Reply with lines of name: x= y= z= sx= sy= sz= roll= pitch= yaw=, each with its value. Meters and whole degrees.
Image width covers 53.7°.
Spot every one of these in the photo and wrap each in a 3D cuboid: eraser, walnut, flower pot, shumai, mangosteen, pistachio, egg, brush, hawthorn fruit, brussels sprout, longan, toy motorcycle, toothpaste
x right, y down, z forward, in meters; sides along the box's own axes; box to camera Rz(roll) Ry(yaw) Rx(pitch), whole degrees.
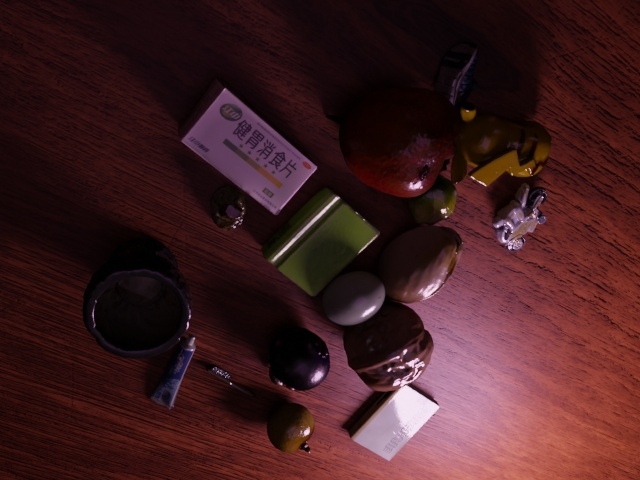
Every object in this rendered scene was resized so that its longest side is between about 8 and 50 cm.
eraser: x=0.000 y=0.000 z=1.795 sx=0.210 sy=0.092 sz=0.274 roll=40 pitch=102 yaw=-24
walnut: x=0.200 y=0.320 z=1.902 sx=0.273 sy=0.227 sz=0.273 roll=-4 pitch=118 yaw=-7
flower pot: x=-0.471 y=0.130 z=1.649 sx=0.266 sy=0.267 sz=0.267 roll=-5 pitch=113 yaw=-12
shumai: x=-0.244 y=-0.076 z=1.708 sx=0.098 sy=0.087 sz=0.124 roll=-8 pitch=116 yaw=-10
mangosteen: x=-0.080 y=0.364 z=1.896 sx=0.230 sy=0.194 sz=0.194 roll=-34 pitch=119 yaw=32
pistachio: x=0.283 y=0.068 z=1.847 sx=0.288 sy=0.166 sz=0.197 roll=-46 pitch=75 yaw=16
egg: x=0.095 y=0.165 z=1.816 sx=0.192 sy=0.149 sz=0.149 roll=-26 pitch=117 yaw=16
brush: x=-0.272 y=0.432 z=1.955 sx=0.190 sy=0.034 sz=0.028 roll=37 pitch=85 yaw=-23
hawthorn fruit: x=0.176 y=-0.270 z=1.640 sx=0.368 sy=0.284 sz=0.285 roll=20 pitch=113 yaw=22
brussels sprout: x=0.317 y=-0.122 z=1.797 sx=0.155 sy=0.118 sz=0.155 roll=-2 pitch=139 yaw=-2
longan: x=-0.087 y=0.598 z=1.995 sx=0.145 sy=0.176 sz=0.155 roll=-37 pitch=164 yaw=-36
toy motorcycle: x=0.590 y=-0.067 z=1.906 sx=0.151 sy=0.074 sz=0.229 roll=6 pitch=121 yaw=-20
toothpaste: x=-0.434 y=0.390 z=1.895 sx=0.069 sy=0.047 sz=0.268 roll=15 pitch=113 yaw=-31

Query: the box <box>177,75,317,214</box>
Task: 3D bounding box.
box: x=-0.189 y=-0.242 z=1.618 sx=0.332 sy=0.145 sz=0.173 roll=39 pitch=98 yaw=-24

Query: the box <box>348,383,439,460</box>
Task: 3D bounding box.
box: x=0.251 y=0.606 z=2.138 sx=0.210 sy=0.045 sz=0.270 roll=34 pitch=102 yaw=-23

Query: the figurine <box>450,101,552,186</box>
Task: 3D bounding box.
figurine: x=0.485 y=-0.253 z=1.747 sx=0.326 sy=0.169 sz=0.218 roll=7 pitch=107 yaw=-16

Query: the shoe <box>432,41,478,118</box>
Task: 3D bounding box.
shoe: x=0.374 y=-0.428 z=1.702 sx=0.106 sy=0.091 sz=0.207 roll=5 pitch=109 yaw=-39
